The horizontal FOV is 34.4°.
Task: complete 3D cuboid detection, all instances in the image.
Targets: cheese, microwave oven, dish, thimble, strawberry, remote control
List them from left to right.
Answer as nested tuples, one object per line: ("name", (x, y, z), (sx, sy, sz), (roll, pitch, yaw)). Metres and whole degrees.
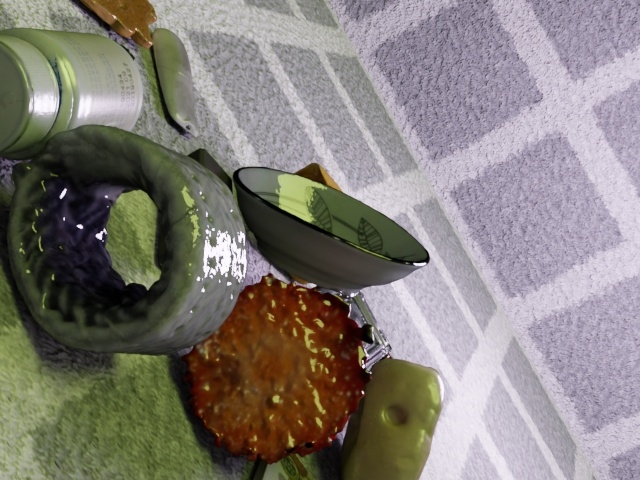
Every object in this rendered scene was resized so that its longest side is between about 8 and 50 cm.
("thimble", (-0.198, 0.002, 1.074), (0.245, 0.217, 0.157), (49, 9, 19))
("remote control", (-0.231, -0.266, 1.689), (0.073, 0.044, 0.229), (44, 23, -50))
("strawberry", (-0.052, 0.160, 1.288), (0.233, 0.234, 0.178), (63, -9, 8))
("dish", (0.000, 0.000, 1.530), (0.317, 0.106, 0.316), (24, 13, -6))
("microwave oven", (0.011, 0.149, 1.569), (0.162, 0.122, 0.208), (61, 17, 5))
("cheese", (0.103, 0.271, 1.496), (0.117, 0.217, 0.235), (15, 18, -2))

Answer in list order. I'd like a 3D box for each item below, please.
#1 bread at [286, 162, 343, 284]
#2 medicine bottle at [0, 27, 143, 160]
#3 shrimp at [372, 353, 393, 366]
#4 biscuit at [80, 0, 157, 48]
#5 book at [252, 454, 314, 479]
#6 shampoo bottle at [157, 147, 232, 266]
("bread", (-0.012, -0.026, 1.753), (0.143, 0.149, 0.158), (49, 20, -42))
("medicine bottle", (-0.307, -0.161, 1.133), (0.143, 0.143, 0.258), (60, 16, 0))
("shrimp", (0.096, 0.209, 1.829), (0.178, 0.075, 0.289), (51, 6, -36))
("biscuit", (-0.327, -0.376, 1.611), (0.162, 0.035, 0.250), (58, 16, 12))
("book", (-0.026, 0.378, 1.251), (0.202, 0.027, 0.264), (58, 17, -10))
("shampoo bottle", (-0.171, -0.041, 1.431), (0.080, 0.079, 0.246), (50, 19, -34))
